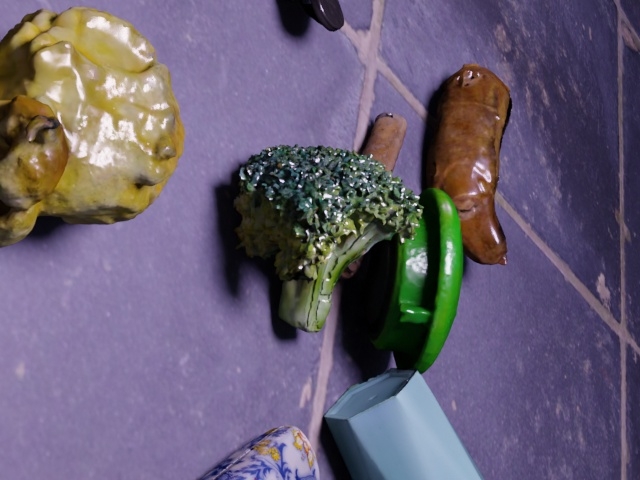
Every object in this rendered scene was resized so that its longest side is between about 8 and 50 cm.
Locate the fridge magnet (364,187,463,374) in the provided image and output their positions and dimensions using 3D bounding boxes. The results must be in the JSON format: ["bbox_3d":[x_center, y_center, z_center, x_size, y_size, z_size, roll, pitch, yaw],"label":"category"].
[{"bbox_3d":[0.102,0.044,1.155,0.088,0.208,0.208,7,64,-8],"label":"fridge magnet"}]

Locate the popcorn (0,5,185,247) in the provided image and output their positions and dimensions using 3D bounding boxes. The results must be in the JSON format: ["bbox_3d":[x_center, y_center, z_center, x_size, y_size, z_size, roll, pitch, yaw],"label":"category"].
[{"bbox_3d":[-0.195,-0.089,0.788,0.195,0.174,0.168,-20,107,-51],"label":"popcorn"}]

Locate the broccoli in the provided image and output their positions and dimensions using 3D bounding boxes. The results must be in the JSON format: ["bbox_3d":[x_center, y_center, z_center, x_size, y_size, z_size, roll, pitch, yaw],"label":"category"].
[{"bbox_3d":[0.000,0.000,1.048,0.220,0.194,0.194,-39,112,-78],"label":"broccoli"}]

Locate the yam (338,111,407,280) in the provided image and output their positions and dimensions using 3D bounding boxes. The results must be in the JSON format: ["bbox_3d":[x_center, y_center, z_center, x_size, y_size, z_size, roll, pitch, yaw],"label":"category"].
[{"bbox_3d":[0.053,-0.053,1.222,0.046,0.046,0.264,52,40,-30],"label":"yam"}]

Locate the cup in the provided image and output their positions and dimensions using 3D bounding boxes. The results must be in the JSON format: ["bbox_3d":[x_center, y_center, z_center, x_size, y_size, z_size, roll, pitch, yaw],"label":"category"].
[{"bbox_3d":[0.107,0.257,1.104,0.235,0.148,0.134,63,32,-10],"label":"cup"}]

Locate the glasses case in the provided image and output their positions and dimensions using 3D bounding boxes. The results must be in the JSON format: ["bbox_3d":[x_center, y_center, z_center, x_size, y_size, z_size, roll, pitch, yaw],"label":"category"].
[{"bbox_3d":[-0.078,0.243,0.903,0.248,0.065,0.087,-29,100,-56],"label":"glasses case"}]

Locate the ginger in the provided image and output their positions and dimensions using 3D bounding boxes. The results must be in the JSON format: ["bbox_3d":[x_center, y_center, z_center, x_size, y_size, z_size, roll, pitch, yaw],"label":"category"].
[{"bbox_3d":[0.199,-0.121,1.412,0.133,0.107,0.309,69,25,-53],"label":"ginger"}]

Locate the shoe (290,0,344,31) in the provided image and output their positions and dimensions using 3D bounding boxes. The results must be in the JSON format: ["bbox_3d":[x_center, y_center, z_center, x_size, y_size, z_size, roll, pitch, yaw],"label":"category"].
[{"bbox_3d":[-0.018,-0.295,1.220,0.071,0.049,0.179,42,27,-46],"label":"shoe"}]
